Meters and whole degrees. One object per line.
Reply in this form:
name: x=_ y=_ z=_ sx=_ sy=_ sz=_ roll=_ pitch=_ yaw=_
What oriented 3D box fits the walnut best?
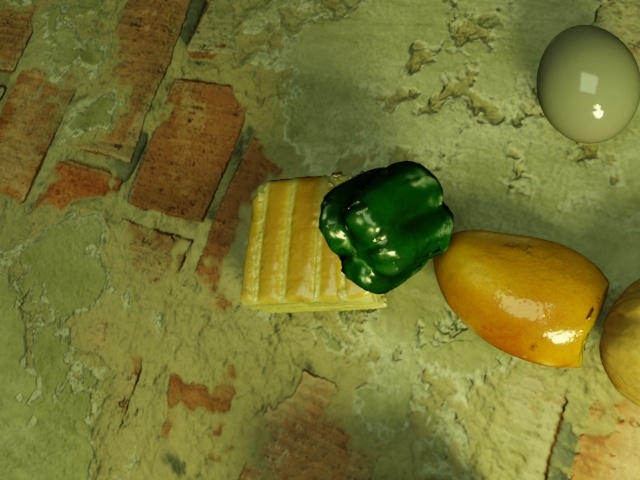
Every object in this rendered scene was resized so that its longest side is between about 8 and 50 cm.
walnut: x=0.472 y=0.137 z=0.831 sx=0.222 sy=0.195 sz=0.195 roll=12 pitch=78 yaw=35

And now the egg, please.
egg: x=0.408 y=-0.242 z=1.006 sx=0.146 sy=0.146 sz=0.198 roll=-9 pitch=61 yaw=22

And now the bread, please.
bread: x=0.000 y=0.000 z=1.131 sx=0.239 sy=0.111 sz=0.246 roll=-4 pitch=68 yaw=20

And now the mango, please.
mango: x=0.277 y=0.070 z=0.966 sx=0.257 sy=0.138 sz=0.187 roll=20 pitch=70 yaw=23

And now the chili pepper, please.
chili pepper: x=0.113 y=-0.037 z=0.981 sx=0.174 sy=0.261 sz=0.165 roll=52 pitch=134 yaw=6
